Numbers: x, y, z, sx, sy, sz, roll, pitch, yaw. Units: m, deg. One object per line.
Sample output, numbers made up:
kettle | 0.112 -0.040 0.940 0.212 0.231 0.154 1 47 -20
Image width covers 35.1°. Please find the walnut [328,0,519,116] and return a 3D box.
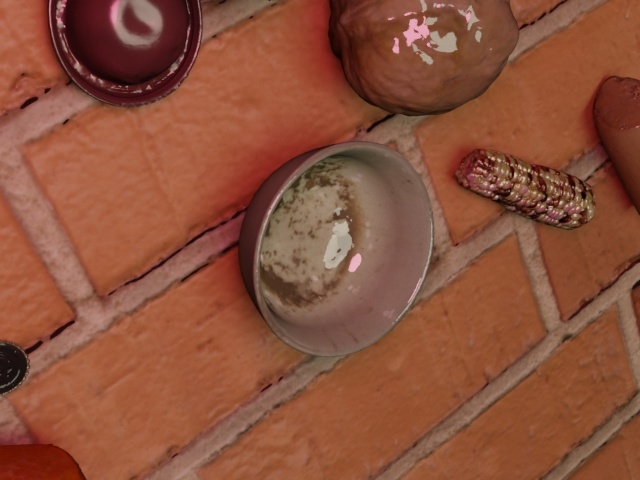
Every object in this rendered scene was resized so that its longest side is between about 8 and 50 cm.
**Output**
walnut | 0.125 -0.284 1.308 0.248 0.248 0.248 -11 110 -31

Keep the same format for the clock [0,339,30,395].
clock | -0.394 0.156 1.231 0.083 0.010 0.074 -1 104 -33

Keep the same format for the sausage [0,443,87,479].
sausage | -0.398 0.321 1.191 0.268 0.153 0.141 4 108 -34

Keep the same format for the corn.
corn | 0.326 -0.084 1.596 0.281 0.092 0.092 17 95 -32

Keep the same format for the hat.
hat | -0.216 -0.255 1.174 0.205 0.089 0.205 -10 109 -31

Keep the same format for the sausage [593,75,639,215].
sausage | 0.546 -0.153 1.697 0.123 0.123 0.253 -48 124 -12

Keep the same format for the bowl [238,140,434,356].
bowl | 0.000 0.000 1.363 0.289 0.146 0.289 -10 108 -32
